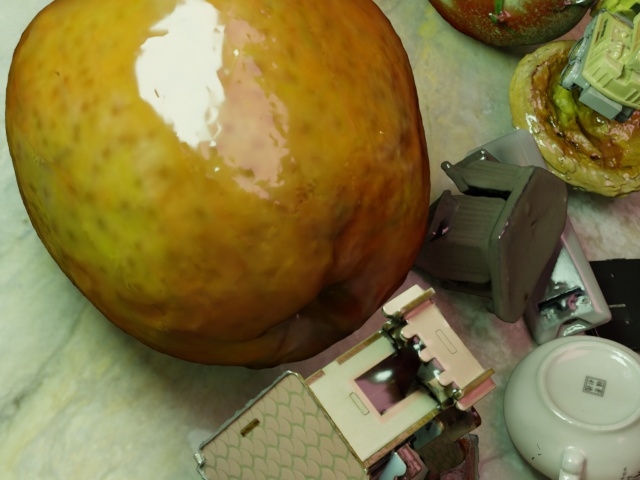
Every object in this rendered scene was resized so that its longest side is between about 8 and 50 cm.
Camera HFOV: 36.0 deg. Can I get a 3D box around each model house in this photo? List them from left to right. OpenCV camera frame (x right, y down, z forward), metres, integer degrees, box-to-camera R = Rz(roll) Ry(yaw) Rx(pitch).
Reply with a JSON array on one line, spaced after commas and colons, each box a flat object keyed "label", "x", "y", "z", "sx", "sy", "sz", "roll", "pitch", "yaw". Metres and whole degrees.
[{"label": "model house", "x": 0.008, "y": 0.214, "z": 0.994, "sx": 0.244, "sy": 0.326, "sz": 0.169, "roll": -27, "pitch": 77, "yaw": -29}, {"label": "model house", "x": 0.215, "y": -0.018, "z": 1.337, "sx": 0.188, "sy": 0.122, "sz": 0.229, "roll": 14, "pitch": 63, "yaw": 31}]

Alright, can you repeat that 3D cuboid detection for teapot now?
[{"label": "teapot", "x": 0.331, "y": 0.237, "z": 1.252, "sx": 0.208, "sy": 0.166, "sz": 0.299, "roll": 22, "pitch": 62, "yaw": 9}]

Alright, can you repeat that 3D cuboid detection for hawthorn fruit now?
[{"label": "hawthorn fruit", "x": -0.098, "y": -0.078, "z": 1.066, "sx": 0.472, "sy": 0.472, "sz": 0.471, "roll": 12, "pitch": 57, "yaw": -19}]

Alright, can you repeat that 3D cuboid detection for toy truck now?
[{"label": "toy truck", "x": 0.471, "y": -0.314, "z": 1.482, "sx": 0.124, "sy": 0.157, "sz": 0.272, "roll": 31, "pitch": 58, "yaw": -8}]

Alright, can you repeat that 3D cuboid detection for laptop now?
[{"label": "laptop", "x": 0.469, "y": 0.092, "z": 1.468, "sx": 0.207, "sy": 0.026, "sz": 0.154, "roll": -1, "pitch": 62, "yaw": -26}]

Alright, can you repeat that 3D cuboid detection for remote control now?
[{"label": "remote control", "x": 0.301, "y": -0.013, "z": 1.399, "sx": 0.055, "sy": 0.109, "sz": 0.313, "roll": 38, "pitch": 31, "yaw": -63}]

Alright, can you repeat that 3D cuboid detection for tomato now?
[{"label": "tomato", "x": 0.303, "y": -0.460, "z": 1.563, "sx": 0.303, "sy": 0.303, "sz": 0.239, "roll": 31, "pitch": 10, "yaw": -6}]

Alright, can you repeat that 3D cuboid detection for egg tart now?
[{"label": "egg tart", "x": 0.414, "y": -0.179, "z": 1.551, "sx": 0.290, "sy": 0.115, "sz": 0.290, "roll": 9, "pitch": 62, "yaw": -17}]

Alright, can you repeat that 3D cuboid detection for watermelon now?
[{"label": "watermelon", "x": 0.144, "y": 0.295, "z": 1.135, "sx": 0.071, "sy": 0.139, "sz": 0.187, "roll": 0, "pitch": 55, "yaw": 13}]
